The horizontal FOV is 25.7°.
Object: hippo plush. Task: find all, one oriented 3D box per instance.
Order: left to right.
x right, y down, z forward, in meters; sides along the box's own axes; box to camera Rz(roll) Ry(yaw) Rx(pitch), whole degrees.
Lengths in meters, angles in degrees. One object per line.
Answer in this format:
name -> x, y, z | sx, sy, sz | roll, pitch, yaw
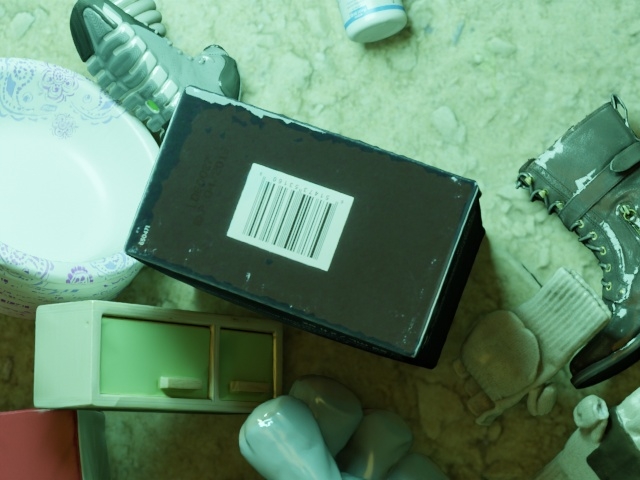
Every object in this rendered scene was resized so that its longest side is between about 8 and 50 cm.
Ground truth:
hippo plush -> -0.007, 0.311, 1.439 | 0.236, 0.234, 0.294 | -46, 60, 30

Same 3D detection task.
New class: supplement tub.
supplement tub -> 0.050, -0.281, 1.559 | 0.071, 0.071, 0.107 | -18, 80, 5

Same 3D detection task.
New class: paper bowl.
paper bowl -> -0.313, -0.043, 1.493 | 0.284, 0.284, 0.148 | 52, 134, 11

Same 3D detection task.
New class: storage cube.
storage cube -> -0.325, 0.273, 1.460 | 0.193, 0.215, 0.183 | -7, 80, 0

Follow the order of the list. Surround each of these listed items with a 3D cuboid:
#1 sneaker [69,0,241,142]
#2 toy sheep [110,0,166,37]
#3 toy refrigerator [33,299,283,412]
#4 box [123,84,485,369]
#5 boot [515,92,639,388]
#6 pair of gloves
sneaker -> -0.168, -0.197, 1.546 | 0.228, 0.086, 0.132 | 51, 47, -16
toy sheep -> -0.220, -0.242, 1.584 | 0.091, 0.091, 0.132 | -34, 93, 2
toy refrigerator -> -0.154, 0.123, 1.421 | 0.094, 0.269, 0.102 | -7, 78, 39
box -> 0.000, 0.000, 1.409 | 0.296, 0.294, 0.182 | 20, 87, 10
boot -> 0.294, 0.001, 1.486 | 0.263, 0.091, 0.229 | -46, 72, -2
pair of gloves -> 0.243, 0.170, 1.426 | 0.204, 0.042, 0.240 | -40, 75, 38
